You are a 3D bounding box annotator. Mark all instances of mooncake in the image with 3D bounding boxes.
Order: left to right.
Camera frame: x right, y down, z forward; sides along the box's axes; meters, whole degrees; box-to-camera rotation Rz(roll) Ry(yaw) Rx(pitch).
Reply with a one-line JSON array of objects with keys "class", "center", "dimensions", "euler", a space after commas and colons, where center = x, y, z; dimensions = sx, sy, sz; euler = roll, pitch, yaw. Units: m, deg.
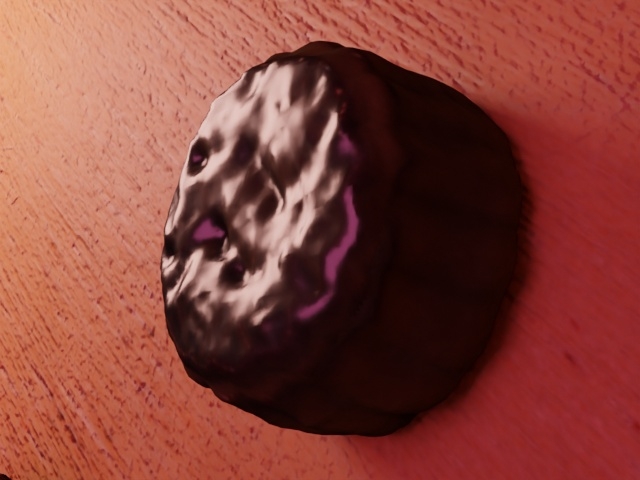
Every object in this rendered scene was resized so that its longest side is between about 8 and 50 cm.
[{"class": "mooncake", "center": [0.000, 0.000, 0.950], "dimensions": [0.290, 0.161, 0.290], "euler": [-24, 57, 44]}]

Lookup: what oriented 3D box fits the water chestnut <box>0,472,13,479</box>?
[{"class": "water chestnut", "center": [-0.361, 0.321, 1.201], "dimensions": [0.224, 0.224, 0.238], "euler": [15, 83, 51]}]
